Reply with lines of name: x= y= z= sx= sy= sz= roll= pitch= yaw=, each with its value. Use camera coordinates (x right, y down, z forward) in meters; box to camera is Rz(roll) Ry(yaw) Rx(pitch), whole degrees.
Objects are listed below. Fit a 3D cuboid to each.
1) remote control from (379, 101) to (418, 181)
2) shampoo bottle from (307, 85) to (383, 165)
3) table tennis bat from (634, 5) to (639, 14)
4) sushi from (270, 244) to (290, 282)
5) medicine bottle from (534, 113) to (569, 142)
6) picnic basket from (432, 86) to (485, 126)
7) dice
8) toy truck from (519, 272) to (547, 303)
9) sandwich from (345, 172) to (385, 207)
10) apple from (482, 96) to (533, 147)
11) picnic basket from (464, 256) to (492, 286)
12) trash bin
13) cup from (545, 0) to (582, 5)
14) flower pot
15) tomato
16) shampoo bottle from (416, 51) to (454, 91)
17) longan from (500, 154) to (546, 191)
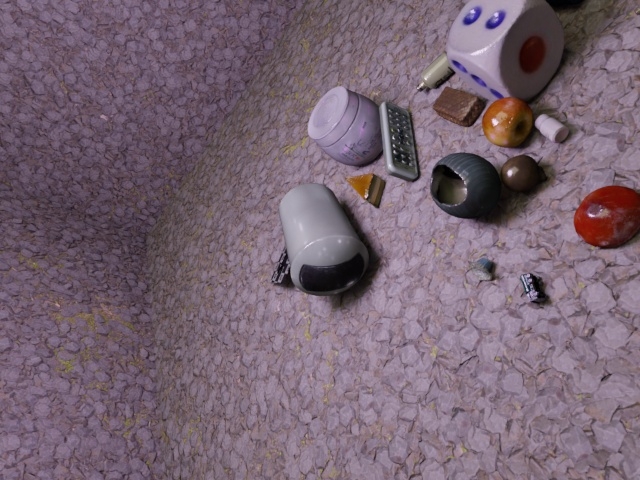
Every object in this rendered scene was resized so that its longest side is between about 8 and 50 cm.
remote control: x=0.280 y=-0.364 z=1.749 sx=0.065 sy=0.128 sz=0.335 roll=-42 pitch=40 yaw=48
shampoo bottle: x=0.111 y=-0.448 z=1.890 sx=0.273 sy=0.266 sz=0.272 roll=-29 pitch=49 yaw=40
table tennis bat: x=0.905 y=-0.649 z=1.240 sx=0.156 sy=0.013 sz=0.086 roll=-33 pitch=49 yaw=33
sushi: x=-0.129 y=0.093 z=2.048 sx=0.192 sy=0.051 sz=0.215 roll=-10 pitch=56 yaw=66
medicine bottle: x=0.644 y=-0.313 z=1.329 sx=0.052 sy=0.052 sz=0.089 roll=-48 pitch=39 yaw=21
picnic basket: x=0.468 y=-0.465 z=1.636 sx=0.110 sy=0.055 sz=0.193 roll=-56 pitch=35 yaw=11
dice: x=0.550 y=-0.582 z=1.435 sx=0.243 sy=0.259 sz=0.251 roll=-53 pitch=36 yaw=11
toy truck: x=0.541 y=0.121 z=1.215 sx=0.044 sy=0.039 sz=0.083 roll=-51 pitch=34 yaw=46
sandwich: x=0.157 y=-0.187 z=1.834 sx=0.163 sy=0.079 sz=0.113 roll=2 pitch=70 yaw=50
apple: x=0.546 y=-0.349 z=1.402 sx=0.146 sy=0.147 sz=0.146 roll=-28 pitch=49 yaw=39
picnic basket: x=0.444 y=0.088 z=1.339 sx=0.083 sy=0.065 sz=0.083 roll=-45 pitch=40 yaw=-10
trash bin: x=0.000 y=0.000 z=1.762 sx=0.280 sy=0.280 sz=0.432 roll=-48 pitch=36 yaw=22
cup: x=0.737 y=-0.791 z=1.446 sx=0.138 sy=0.114 sz=0.150 roll=37 pitch=101 yaw=52
flower pot: x=0.424 y=-0.162 z=1.402 sx=0.243 sy=0.157 sz=0.189 roll=-119 pitch=35 yaw=-63
tomato: x=0.671 y=-0.067 z=1.119 sx=0.159 sy=0.091 sz=0.139 roll=-50 pitch=40 yaw=16
shampoo bottle: x=0.422 y=-0.613 z=1.758 sx=0.162 sy=0.079 sz=0.079 roll=-39 pitch=43 yaw=30
longan: x=0.564 y=-0.187 z=1.325 sx=0.119 sy=0.106 sz=0.106 roll=3 pitch=67 yaw=11
